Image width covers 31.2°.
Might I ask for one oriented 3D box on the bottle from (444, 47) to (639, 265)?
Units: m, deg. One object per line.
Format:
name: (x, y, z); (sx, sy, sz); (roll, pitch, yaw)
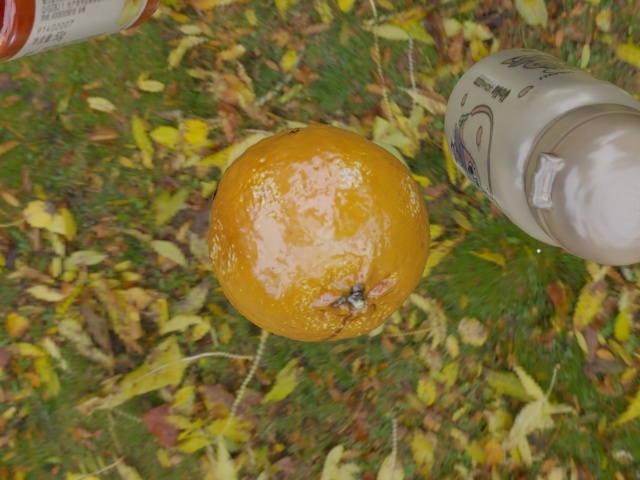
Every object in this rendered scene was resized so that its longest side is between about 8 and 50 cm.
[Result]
bottle: (0.147, -0.047, 0.659); (0.110, 0.209, 0.097); (6, 107, -10)

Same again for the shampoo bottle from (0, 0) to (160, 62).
shampoo bottle: (-0.234, -0.191, 0.864); (0.104, 0.278, 0.104); (9, 111, 24)

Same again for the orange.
orange: (0.000, 0.000, 0.959); (0.193, 0.193, 0.161); (-18, 50, 10)
